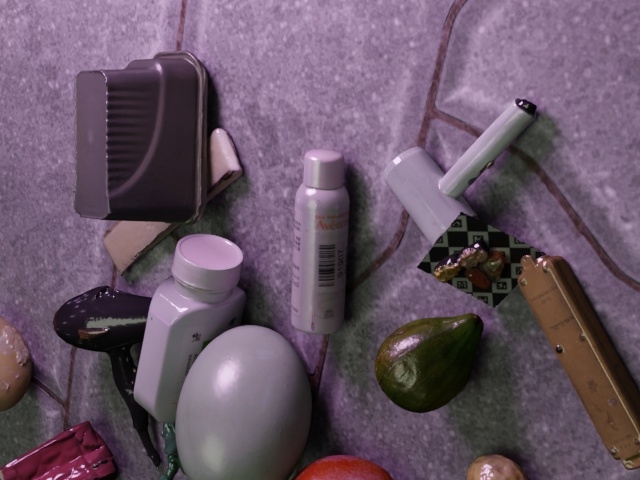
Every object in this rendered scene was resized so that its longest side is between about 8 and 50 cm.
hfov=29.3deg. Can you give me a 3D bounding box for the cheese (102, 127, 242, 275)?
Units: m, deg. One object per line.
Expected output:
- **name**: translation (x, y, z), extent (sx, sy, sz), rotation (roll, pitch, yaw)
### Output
- **cheese**: translation (-0.252, -0.058, 2.024), extent (0.400, 0.034, 0.085), rotation (-37, 73, 43)

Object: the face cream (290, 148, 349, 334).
- **face cream**: translation (0.000, 0.000, 1.766), extent (0.082, 0.082, 0.268), rotation (20, 117, 38)

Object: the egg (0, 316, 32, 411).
- **egg**: translation (-0.650, 0.238, 2.410), extent (0.164, 0.164, 0.201), rotation (-28, 81, 45)

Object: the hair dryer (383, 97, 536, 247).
- **hair dryer**: translation (0.186, -0.106, 1.565), extent (0.131, 0.073, 0.236), rotation (55, 130, 17)

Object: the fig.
- **fig**: translation (0.156, 0.156, 1.646), extent (0.156, 0.123, 0.123), rotation (-37, 77, 32)

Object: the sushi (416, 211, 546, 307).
- **sushi**: translation (0.204, 0.034, 1.572), extent (0.126, 0.026, 0.120), rotation (26, 130, -10)

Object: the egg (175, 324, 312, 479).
- **egg**: translation (-0.116, 0.265, 1.853), extent (0.203, 0.203, 0.282), rotation (-19, 57, 45)

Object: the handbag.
- **handbag**: translation (-0.496, 0.441, 2.282), extent (0.135, 0.225, 0.146), rotation (59, 155, 10)

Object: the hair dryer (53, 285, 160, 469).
- **hair dryer**: translation (-0.304, 0.244, 2.152), extent (0.304, 0.120, 0.359), rotation (-3, 112, 30)

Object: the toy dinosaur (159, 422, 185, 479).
- **toy dinosaur**: translation (-0.202, 0.412, 2.093), extent (0.120, 0.079, 0.291), rotation (-29, 85, 41)

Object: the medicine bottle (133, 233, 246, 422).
- **medicine bottle**: translation (-0.200, 0.140, 1.946), extent (0.111, 0.161, 0.296), rotation (34, 122, 33)

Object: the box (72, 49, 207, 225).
- **box**: translation (-0.276, -0.156, 1.880), extent (0.138, 0.178, 0.274), rotation (4, 97, 47)

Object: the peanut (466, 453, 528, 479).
- **peanut**: translation (0.281, 0.368, 1.608), extent (0.229, 0.098, 0.103), rotation (29, 80, 33)

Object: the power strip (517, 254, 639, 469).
- **power strip**: translation (0.335, 0.150, 1.523), extent (0.064, 0.044, 0.305), rotation (-37, 76, 43)

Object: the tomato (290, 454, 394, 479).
- **tomato**: translation (0.024, 0.430, 1.806), extent (0.232, 0.189, 0.231), rotation (12, 109, 39)
